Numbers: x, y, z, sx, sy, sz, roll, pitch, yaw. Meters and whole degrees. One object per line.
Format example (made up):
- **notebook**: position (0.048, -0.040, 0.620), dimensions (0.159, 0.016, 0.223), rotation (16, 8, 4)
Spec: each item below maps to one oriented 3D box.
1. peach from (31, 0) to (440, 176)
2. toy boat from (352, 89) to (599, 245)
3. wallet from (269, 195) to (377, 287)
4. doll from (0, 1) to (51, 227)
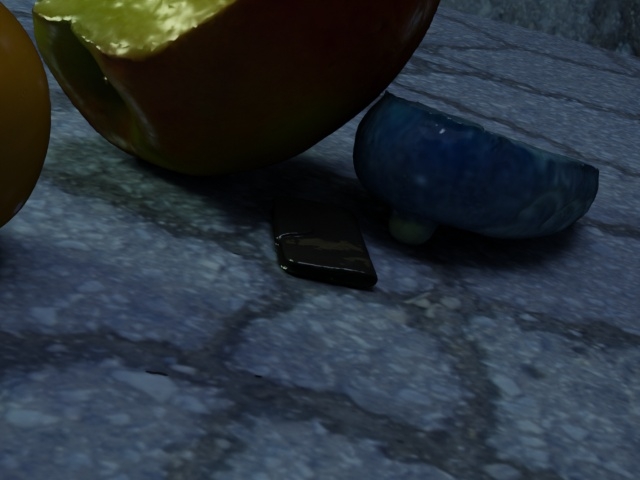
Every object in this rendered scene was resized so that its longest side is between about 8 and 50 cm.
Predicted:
- **peach**: position (-0.034, -0.210, 1.252), dimensions (0.242, 0.380, 0.306), rotation (33, -19, 29)
- **toy boat**: position (0.141, -0.051, 1.313), dimensions (0.215, 0.123, 0.330), rotation (24, 9, 18)
- **wallet**: position (0.000, 0.000, 1.158), dimensions (0.082, 0.018, 0.157), rotation (11, 20, -9)
- **doll**: position (-0.292, -0.074, 0.900), dimensions (0.213, 0.213, 0.236), rotation (15, 32, 2)
